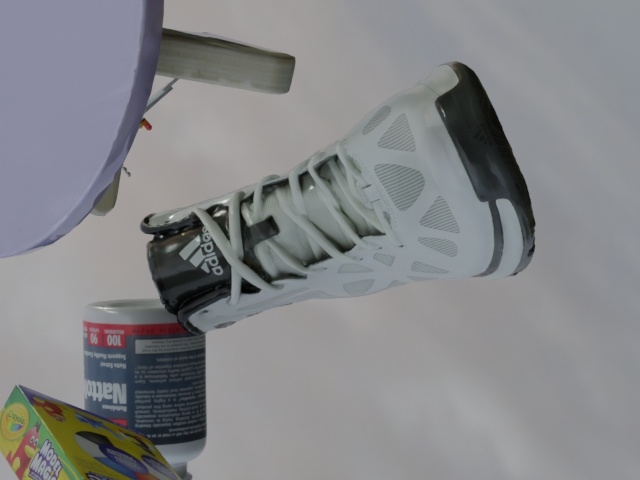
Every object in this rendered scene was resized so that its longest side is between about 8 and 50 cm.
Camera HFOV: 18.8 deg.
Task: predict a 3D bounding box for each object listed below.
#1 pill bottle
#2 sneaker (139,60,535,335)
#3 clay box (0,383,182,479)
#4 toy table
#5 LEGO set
[{"bbox_3d":[-0.152,0.144,1.682,0.108,0.108,0.180,-9,-81,-71],"label":"pill bottle"},{"bbox_3d":[0.000,0.001,1.540,0.447,0.257,0.169,141,106,-76],"label":"sneaker"},{"bbox_3d":[-0.154,0.190,1.440,0.127,0.053,0.222,26,-174,-32],"label":"clay box"},{"bbox_3d":[-0.160,-0.131,1.246,0.252,0.274,0.161,28,-165,17],"label":"toy table"},{"bbox_3d":[-0.246,-0.105,2.309,0.060,0.182,0.244,50,-134,-7],"label":"LEGO set"}]
